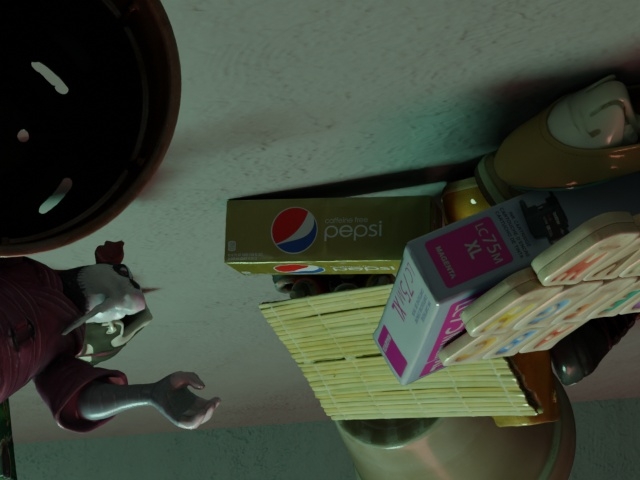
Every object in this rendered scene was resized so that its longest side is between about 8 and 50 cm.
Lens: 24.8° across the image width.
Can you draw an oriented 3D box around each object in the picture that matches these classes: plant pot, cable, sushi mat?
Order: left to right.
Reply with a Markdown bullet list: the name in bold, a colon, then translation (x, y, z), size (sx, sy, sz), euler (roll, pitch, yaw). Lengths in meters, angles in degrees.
- **plant pot**: translation (-0.166, -0.068, 0.745), size (0.167, 0.167, 0.165), euler (-3, 175, -15)
- **cable**: translation (0.037, 0.063, 1.574), size (0.139, 0.072, 0.287), euler (-5, 167, 15)
- **sushi mat**: translation (0.066, 0.106, 1.364), size (0.019, 0.151, 0.316), euler (-38, -165, -32)
- **plant pot**: translation (0.151, 0.238, 1.970), size (0.323, 0.323, 0.280), euler (-12, 150, 24)

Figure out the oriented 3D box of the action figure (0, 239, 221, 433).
- **action figure**: translation (-0.263, 0.092, 1.088), size (0.276, 0.248, 0.370), euler (-31, 175, 32)

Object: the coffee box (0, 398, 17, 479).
- **coffee box**: translation (-0.389, 0.191, 1.699), size (0.040, 0.184, 0.113), euler (-8, 166, -5)

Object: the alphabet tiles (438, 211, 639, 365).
- **alphabet tiles**: translation (0.229, 0.022, 1.094), size (0.278, 0.021, 0.284), euler (-39, 159, 33)

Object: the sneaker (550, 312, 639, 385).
- **sneaker**: translation (0.314, 0.054, 1.535), size (0.163, 0.106, 0.281), euler (-20, -169, 16)

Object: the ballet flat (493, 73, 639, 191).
- **ballet flat**: translation (0.233, -0.093, 1.025), size (0.232, 0.080, 0.073), euler (-10, 139, 9)

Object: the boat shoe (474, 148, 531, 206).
- **boat shoe**: translation (0.201, -0.057, 1.170), size (0.190, 0.068, 0.072), euler (-4, 157, -49)

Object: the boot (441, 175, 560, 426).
- **boot**: translation (0.177, 0.060, 1.311), size (0.104, 0.211, 0.295), euler (-8, 167, 7)

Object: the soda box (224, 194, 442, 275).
- **soda box**: translation (0.012, -0.003, 1.254), size (0.181, 0.058, 0.061), euler (-2, 168, 14)

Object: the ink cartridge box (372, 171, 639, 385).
- **ink cartridge box**: translation (0.200, 0.004, 1.139), size (0.311, 0.065, 0.186), euler (-24, 161, -15)

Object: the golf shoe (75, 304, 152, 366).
- **golf shoe**: translation (-0.276, 0.079, 1.500), size (0.120, 0.105, 0.273), euler (-25, 169, 13)
